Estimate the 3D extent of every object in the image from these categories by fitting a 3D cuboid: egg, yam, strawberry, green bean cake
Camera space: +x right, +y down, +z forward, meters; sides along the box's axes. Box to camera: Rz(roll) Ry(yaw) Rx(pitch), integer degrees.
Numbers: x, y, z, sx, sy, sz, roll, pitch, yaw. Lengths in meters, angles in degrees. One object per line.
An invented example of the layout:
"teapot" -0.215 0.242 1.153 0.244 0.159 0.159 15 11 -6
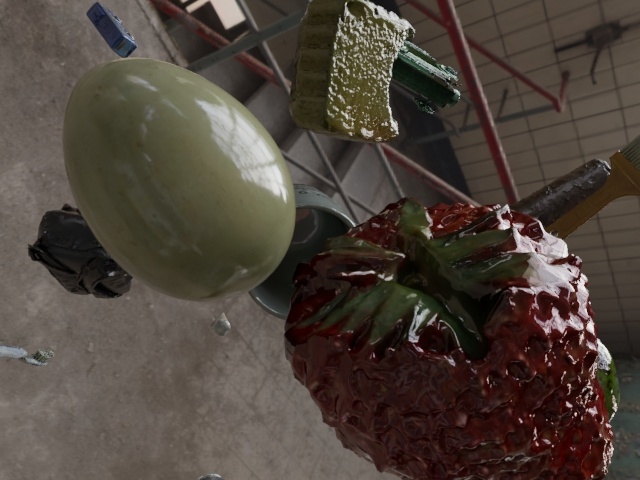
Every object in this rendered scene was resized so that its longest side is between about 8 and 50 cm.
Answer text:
"egg" -0.129 -0.052 0.484 0.254 0.188 0.189 55 42 -35
"yam" 0.548 -0.075 1.183 0.131 0.279 0.131 60 -3 5
"strawberry" 0.114 0.098 0.451 0.261 0.261 0.258 -59 138 -43
"green bean cake" 0.057 -0.306 0.940 0.232 0.124 0.236 -3 106 -47

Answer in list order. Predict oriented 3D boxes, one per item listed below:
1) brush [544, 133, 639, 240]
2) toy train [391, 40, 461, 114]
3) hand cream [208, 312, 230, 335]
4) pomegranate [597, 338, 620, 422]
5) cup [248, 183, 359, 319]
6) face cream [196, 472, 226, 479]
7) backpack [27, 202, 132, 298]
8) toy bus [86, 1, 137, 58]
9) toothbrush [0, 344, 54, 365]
"brush" 0.513 -0.072 0.943 0.013 0.272 0.103 8 47 -40
"toy train" 0.219 -0.439 1.268 0.307 0.126 0.190 20 44 -24
"hand cream" -0.259 0.217 1.303 0.039 0.143 0.061 41 78 -12
"pomegranate" 0.384 0.249 0.837 0.263 0.210 0.211 -41 117 -72
"cup" 0.000 0.000 0.850 0.234 0.257 0.187 -107 -158 -69
"face cream" -0.162 0.506 0.932 0.073 0.283 0.073 -3 94 -35
"backpack" -0.316 0.019 0.705 0.119 0.165 0.106 15 68 -9
"toy bus" -0.456 -0.459 1.111 0.153 0.051 0.061 51 6 23
"toothbrush" -0.660 0.237 1.077 0.035 0.413 0.042 37 73 4
